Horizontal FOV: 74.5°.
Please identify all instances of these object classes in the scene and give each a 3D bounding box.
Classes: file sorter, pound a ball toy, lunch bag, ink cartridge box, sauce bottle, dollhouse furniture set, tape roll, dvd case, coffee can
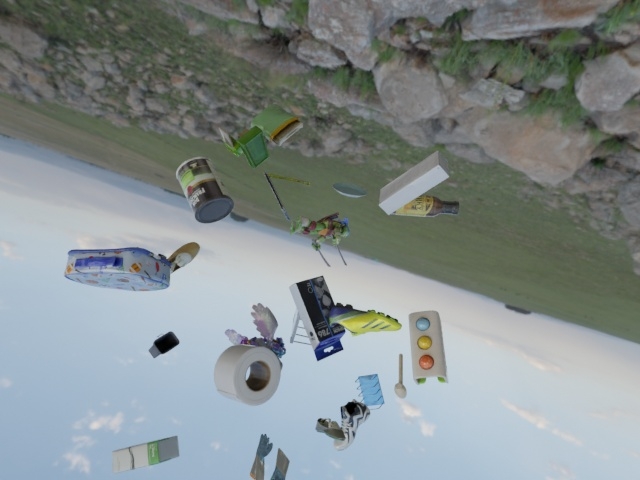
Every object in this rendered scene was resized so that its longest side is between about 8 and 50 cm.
[{"bbox_3d":[-0.055,0.429,2.350,0.173,0.277,0.193,13,-142,-4],"label":"file sorter"},{"bbox_3d":[0.389,0.451,1.687,0.208,0.319,0.135,-10,142,20],"label":"pound a ball toy"},{"bbox_3d":[-0.658,0.091,1.389,0.303,0.115,0.243,-4,160,13],"label":"lunch bag"},{"bbox_3d":[0.273,0.858,2.374,0.118,0.170,0.104,-16,173,22],"label":"file sorter"},{"bbox_3d":[-0.704,0.863,1.702,0.208,0.086,0.153,-16,160,7],"label":"ink cartridge box"},{"bbox_3d":[0.521,-0.177,2.135,0.344,0.111,0.111,3,177,8],"label":"sauce bottle"},{"bbox_3d":[0.000,0.322,1.776,0.165,0.332,0.065,-12,165,-43],"label":"ink cartridge box"},{"bbox_3d":[-0.238,-0.471,1.703,0.197,0.301,0.151,40,164,26],"label":"dollhouse furniture set"},{"bbox_3d":[-0.318,0.581,1.839,0.246,0.246,0.169,18,161,-40],"label":"tape roll"},{"bbox_3d":[-0.210,-0.213,2.039,0.221,0.018,0.164,64,179,18],"label":"dvd case"},{"bbox_3d":[-0.581,-0.253,2.116,0.275,0.201,0.201,59,-162,23],"label":"coffee can"}]

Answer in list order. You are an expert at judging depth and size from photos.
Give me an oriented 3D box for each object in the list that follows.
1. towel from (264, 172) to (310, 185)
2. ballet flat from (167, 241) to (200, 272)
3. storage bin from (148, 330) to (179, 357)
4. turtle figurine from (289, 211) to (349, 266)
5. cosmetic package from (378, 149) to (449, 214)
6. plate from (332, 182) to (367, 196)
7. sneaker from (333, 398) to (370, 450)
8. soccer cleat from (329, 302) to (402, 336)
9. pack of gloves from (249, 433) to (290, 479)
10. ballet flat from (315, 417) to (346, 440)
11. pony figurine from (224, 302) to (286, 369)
[{"bbox_3d":[-0.173,-0.313,2.167,0.237,0.021,0.102,10,-175,-11],"label":"towel"},{"bbox_3d":[-0.570,0.093,1.665,0.080,0.232,0.073,49,-167,-37],"label":"ballet flat"},{"bbox_3d":[-0.814,0.537,2.161,0.098,0.091,0.135,53,-153,3],"label":"storage bin"},{"bbox_3d":[0.000,0.000,1.893,0.266,0.274,0.198,15,-167,-18],"label":"turtle figurine"},{"bbox_3d":[0.302,-0.185,1.377,0.239,0.099,0.060,-33,114,34],"label":"cosmetic package"},{"bbox_3d":[0.151,-0.258,2.188,0.188,0.024,0.188,9,-155,-4],"label":"plate"},{"bbox_3d":[0.115,0.827,1.920,0.153,0.235,0.094,53,166,-31],"label":"sneaker"},{"bbox_3d":[0.173,0.328,1.660,0.289,0.121,0.093,10,168,17],"label":"soccer cleat"},{"bbox_3d":[-0.207,0.895,1.653,0.195,0.046,0.232,57,-167,-12],"label":"pack of gloves"},{"bbox_3d":[0.040,0.790,1.777,0.072,0.068,0.213,18,161,-24],"label":"ballet flat"},{"bbox_3d":[-0.326,0.568,2.259,0.351,0.303,0.363,47,-166,-11],"label":"pony figurine"}]
